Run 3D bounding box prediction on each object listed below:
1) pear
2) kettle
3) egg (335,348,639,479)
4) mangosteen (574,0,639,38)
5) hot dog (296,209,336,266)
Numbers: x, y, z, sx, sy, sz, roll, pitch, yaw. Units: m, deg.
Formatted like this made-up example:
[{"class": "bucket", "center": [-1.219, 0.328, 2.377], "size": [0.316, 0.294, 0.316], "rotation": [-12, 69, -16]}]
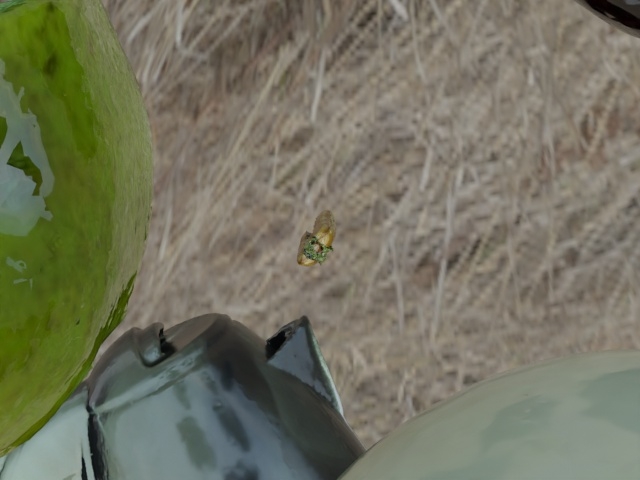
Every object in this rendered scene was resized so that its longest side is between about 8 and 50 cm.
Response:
[{"class": "pear", "center": [-0.165, 0.014, 0.643], "size": [0.292, 0.292, 0.159], "rotation": [-19, 99, 9]}, {"class": "kettle", "center": [-0.100, 0.226, 1.412], "size": [0.321, 0.228, 0.324], "rotation": [-29, 99, 4]}, {"class": "egg", "center": [0.096, 0.172, 0.532], "size": [0.283, 0.345, 0.283], "rotation": [0, 112, 0]}, {"class": "mangosteen", "center": [0.192, -0.207, 0.809], "size": [0.228, 0.265, 0.228], "rotation": [14, 132, 16]}, {"class": "hot dog", "center": [0.000, 0.000, 1.286], "size": [0.021, 0.083, 0.037], "rotation": [37, 104, -7]}]
